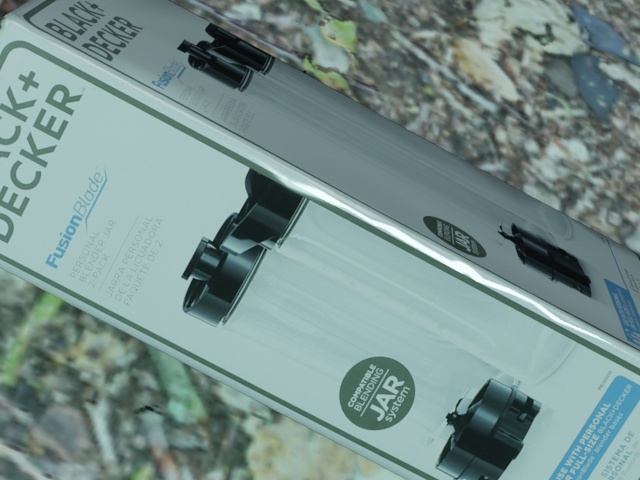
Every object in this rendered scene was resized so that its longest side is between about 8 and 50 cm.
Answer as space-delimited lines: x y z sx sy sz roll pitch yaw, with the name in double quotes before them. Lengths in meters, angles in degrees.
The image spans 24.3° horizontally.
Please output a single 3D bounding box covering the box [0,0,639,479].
"box" 0.000 0.000 0.609 0.290 0.087 0.169 28 17 -4
